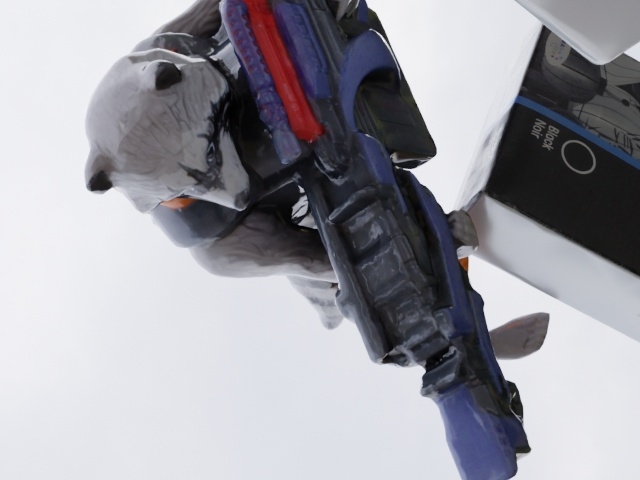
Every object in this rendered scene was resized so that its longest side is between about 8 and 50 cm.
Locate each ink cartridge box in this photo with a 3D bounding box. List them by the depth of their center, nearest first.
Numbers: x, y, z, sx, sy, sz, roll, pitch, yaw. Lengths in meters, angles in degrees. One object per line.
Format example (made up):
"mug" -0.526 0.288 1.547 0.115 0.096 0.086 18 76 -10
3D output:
"ink cartridge box" 0.251 0.002 0.790 0.333 0.065 0.165 28 -126 -7

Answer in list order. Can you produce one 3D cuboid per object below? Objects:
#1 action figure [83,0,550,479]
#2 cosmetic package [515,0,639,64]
"action figure" 0.000 0.000 0.673 0.330 0.179 0.341 27 -141 -54
"cosmetic package" 0.082 -0.187 0.404 0.184 0.151 0.151 29 -138 -34
